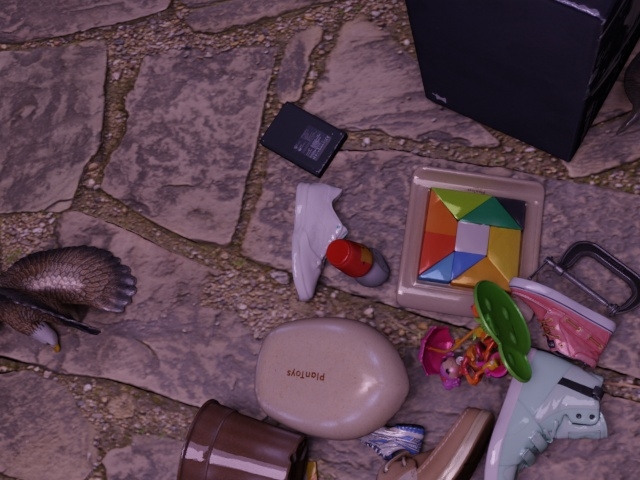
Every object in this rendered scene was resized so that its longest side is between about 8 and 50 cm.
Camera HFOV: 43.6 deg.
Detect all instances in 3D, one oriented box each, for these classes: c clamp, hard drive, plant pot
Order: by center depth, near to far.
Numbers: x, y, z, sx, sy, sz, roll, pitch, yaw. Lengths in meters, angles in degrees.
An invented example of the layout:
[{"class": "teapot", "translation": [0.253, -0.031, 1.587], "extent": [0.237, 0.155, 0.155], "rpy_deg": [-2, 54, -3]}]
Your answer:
[{"class": "plant pot", "translation": [-0.114, 0.347, 1.247], "extent": [0.165, 0.167, 0.166], "rpy_deg": [10, 78, 14]}, {"class": "c clamp", "translation": [0.423, 0.065, 1.250], "extent": [0.161, 0.022, 0.137], "rpy_deg": [35, 58, 18]}, {"class": "hard drive", "translation": [-0.032, -0.184, 1.448], "extent": [0.135, 0.022, 0.094], "rpy_deg": [31, 84, 19]}]

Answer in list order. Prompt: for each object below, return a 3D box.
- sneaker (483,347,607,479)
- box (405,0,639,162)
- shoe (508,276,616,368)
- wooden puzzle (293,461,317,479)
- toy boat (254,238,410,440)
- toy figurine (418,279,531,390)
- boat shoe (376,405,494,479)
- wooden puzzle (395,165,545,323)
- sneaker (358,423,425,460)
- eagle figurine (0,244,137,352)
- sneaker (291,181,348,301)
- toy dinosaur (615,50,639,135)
[{"class": "sneaker", "translation": [0.338, 0.297, 1.184], "extent": [0.151, 0.094, 0.255], "rpy_deg": [16, 77, 24]}, {"class": "box", "translation": [0.365, -0.446, 1.181], "extent": [0.297, 0.480, 0.471], "rpy_deg": [30, 84, 18]}, {"class": "shoe", "translation": [0.360, 0.127, 1.230], "extent": [0.178, 0.063, 0.081], "rpy_deg": [27, 83, -2]}, {"class": "wooden puzzle", "translation": [-0.054, 0.406, 1.297], "extent": [0.116, 0.014, 0.078], "rpy_deg": [-18, 67, 8]}, {"class": "toy boat", "translation": [0.038, 0.156, 1.278], "extent": [0.268, 0.148, 0.318], "rpy_deg": [7, 80, 32]}, {"class": "toy figurine", "translation": [0.225, 0.172, 1.228], "extent": [0.159, 0.130, 0.173], "rpy_deg": [-38, 45, 32]}, {"class": "boat shoe", "translation": [0.129, 0.373, 1.190], "extent": [0.110, 0.122, 0.341], "rpy_deg": [38, 95, 26]}, {"class": "wooden puzzle", "translation": [0.246, 0.004, 1.298], "extent": [0.221, 0.044, 0.238], "rpy_deg": [9, 78, 4]}, {"class": "sneaker", "translation": [0.096, 0.319, 1.265], "extent": [0.135, 0.052, 0.058], "rpy_deg": [0, 82, 15]}, {"class": "eagle figurine", "translation": [-0.502, 0.109, 1.401], "extent": [0.298, 0.225, 0.226], "rpy_deg": [-23, 60, 18]}, {"class": "sneaker", "translation": [0.000, 0.000, 1.366], "extent": [0.094, 0.080, 0.212], "rpy_deg": [2, 74, 3]}, {"class": "toy dinosaur", "translation": [0.575, -0.278, 1.296], "extent": [0.313, 0.121, 0.160], "rpy_deg": [-46, 58, 3]}]
